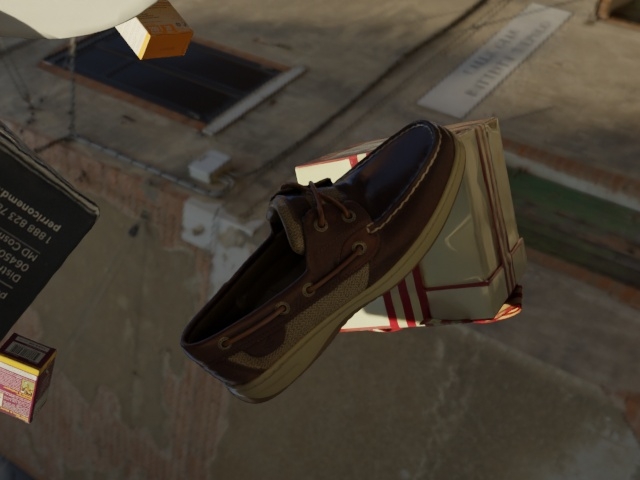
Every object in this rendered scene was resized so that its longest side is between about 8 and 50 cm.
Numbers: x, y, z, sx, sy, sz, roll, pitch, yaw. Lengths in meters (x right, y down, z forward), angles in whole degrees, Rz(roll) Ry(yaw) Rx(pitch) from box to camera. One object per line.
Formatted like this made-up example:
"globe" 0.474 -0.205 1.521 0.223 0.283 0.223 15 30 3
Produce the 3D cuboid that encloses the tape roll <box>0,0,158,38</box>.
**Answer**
"tape roll" -0.167 -0.254 0.426 0.246 0.246 0.169 71 -160 -54

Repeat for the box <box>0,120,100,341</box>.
"box" -0.397 0.038 0.578 0.212 0.293 0.395 41 -97 -38

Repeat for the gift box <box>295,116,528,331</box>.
"gift box" 0.114 -0.003 1.068 0.276 0.255 0.258 -30 -71 -57

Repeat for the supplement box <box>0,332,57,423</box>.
"supplement box" -0.332 0.153 0.903 0.043 0.055 0.083 -68 1 -60

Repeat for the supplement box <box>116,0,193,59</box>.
"supplement box" -0.196 -0.250 0.908 0.062 0.098 0.036 -20 -26 -44

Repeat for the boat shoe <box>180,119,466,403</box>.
"boat shoe" 0.000 0.000 0.789 0.342 0.123 0.123 -46 -53 0
